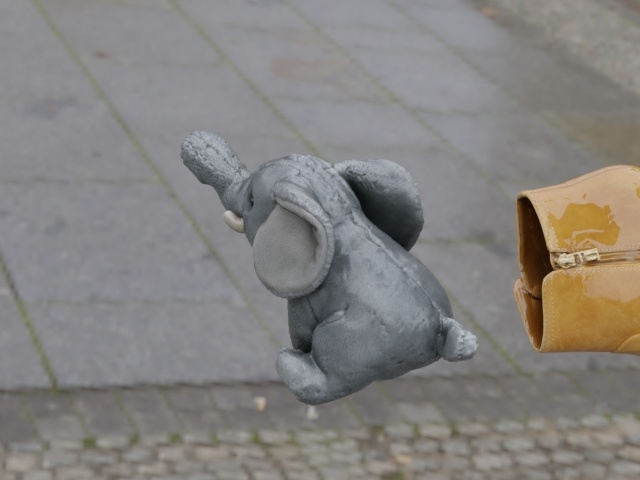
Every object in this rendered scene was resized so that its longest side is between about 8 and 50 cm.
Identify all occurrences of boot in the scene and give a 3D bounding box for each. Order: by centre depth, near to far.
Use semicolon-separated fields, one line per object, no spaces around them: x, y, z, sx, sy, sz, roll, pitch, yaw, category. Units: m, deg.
0.284;0.079;1.466;0.211;0.295;0.104;-14;-5;-19;boot

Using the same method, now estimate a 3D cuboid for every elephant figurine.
0.000;0.000;1.348;0.186;0.239;0.169;-21;4;6;elephant figurine
